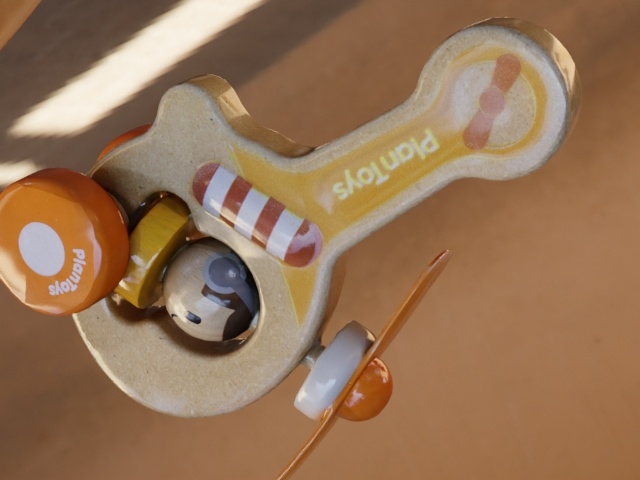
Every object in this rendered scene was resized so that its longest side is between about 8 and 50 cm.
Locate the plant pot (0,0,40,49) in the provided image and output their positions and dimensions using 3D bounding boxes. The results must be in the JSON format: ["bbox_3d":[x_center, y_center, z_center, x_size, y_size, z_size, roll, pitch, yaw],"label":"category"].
[{"bbox_3d":[-0.204,-0.192,0.690,0.291,0.203,0.291,-52,-175,7],"label":"plant pot"}]

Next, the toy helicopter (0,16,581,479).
[{"bbox_3d":[0.000,0.000,0.909,0.355,0.235,0.140,-30,-178,32],"label":"toy helicopter"}]
